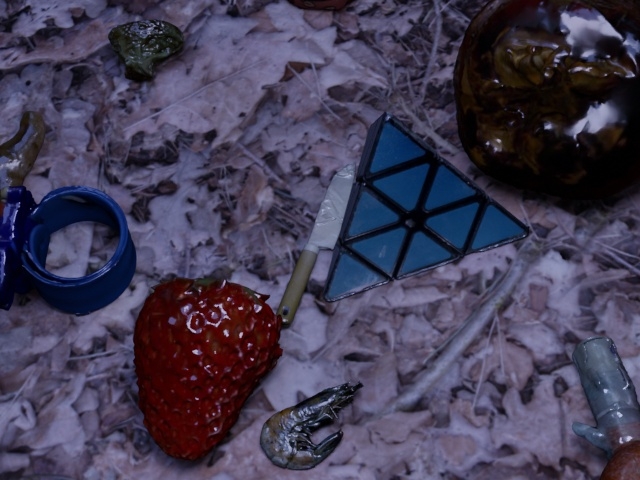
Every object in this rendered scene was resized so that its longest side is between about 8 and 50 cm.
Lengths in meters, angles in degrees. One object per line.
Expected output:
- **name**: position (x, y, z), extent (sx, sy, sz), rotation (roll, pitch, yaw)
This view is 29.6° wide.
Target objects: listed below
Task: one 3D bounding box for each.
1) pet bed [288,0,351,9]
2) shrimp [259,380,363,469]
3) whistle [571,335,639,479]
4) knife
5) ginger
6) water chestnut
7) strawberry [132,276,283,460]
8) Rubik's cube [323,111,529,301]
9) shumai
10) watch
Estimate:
- **pet bed**: position (0.006, -0.468, 2.041), extent (0.201, 0.053, 0.201), rotation (-6, 59, 9)
- **shrimp**: position (-0.003, 0.249, 1.629), extent (0.161, 0.034, 0.091), rotation (-32, 70, -1)
- **whistle**: position (0.390, 0.268, 1.485), extent (0.142, 0.134, 0.346), rotation (-21, 49, 9)
- **knife**: position (0.000, 0.001, 1.782), extent (0.047, 0.017, 0.298), rotation (12, 59, 16)
- **ginger**: position (-0.576, -0.076, 1.913), extent (0.333, 0.080, 0.166), rotation (-20, 72, -9)
- **water chestnut**: position (0.336, -0.209, 1.658), extent (0.335, 0.347, 0.335), rotation (5, 105, 21)
- **strawberry**: position (-0.164, 0.174, 1.637), extent (0.205, 0.205, 0.245), rotation (8, 83, 16)
- **Rubik's cube**: position (0.120, -0.067, 1.724), extent (0.228, 0.233, 0.229), rotation (-20, 93, -45)
- **shumai**: position (-0.285, -0.307, 1.987), extent (0.123, 0.099, 0.087), rotation (-7, 75, 9)
- **watch**: position (-0.377, 0.018, 1.775), extent (0.200, 0.171, 0.196), rotation (4, 72, 1)
